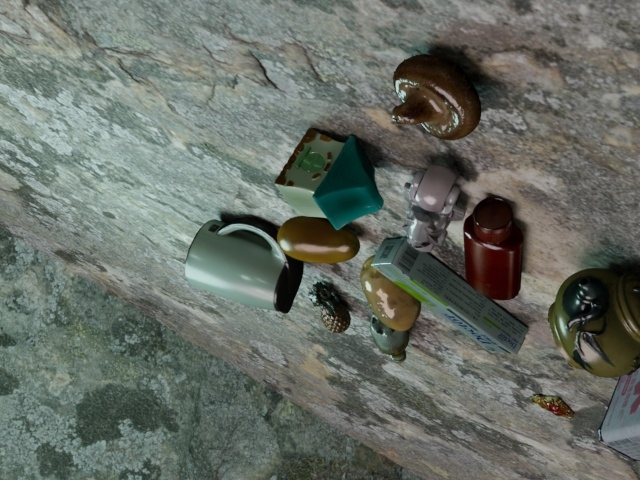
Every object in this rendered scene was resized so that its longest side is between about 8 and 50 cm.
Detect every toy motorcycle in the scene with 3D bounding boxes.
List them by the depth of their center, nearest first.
[{"bbox_3d":[0.169,-0.037,1.561,0.112,0.112,0.254,25,162,10],"label":"toy motorcycle"}]

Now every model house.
[{"bbox_3d":[0.025,-0.096,1.580,0.149,0.127,0.100,19,159,33],"label":"model house"}]

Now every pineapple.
[{"bbox_3d":[0.020,0.155,2.321,0.074,0.074,0.159,14,151,34],"label":"pineapple"}]

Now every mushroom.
[{"bbox_3d":[0.149,-0.184,1.256,0.109,0.085,0.126,-26,113,32],"label":"mushroom"}]

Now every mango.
[{"bbox_3d":[0.000,0.000,1.931,0.184,0.085,0.102,5,148,28],"label":"mango"}]

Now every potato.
[{"bbox_3d":[0.143,0.102,1.954,0.109,0.118,0.178,-20,124,18],"label":"potato"}]

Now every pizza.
[{"bbox_3d":[0.525,0.382,2.260,0.099,0.029,0.100,12,155,41],"label":"pizza"}]

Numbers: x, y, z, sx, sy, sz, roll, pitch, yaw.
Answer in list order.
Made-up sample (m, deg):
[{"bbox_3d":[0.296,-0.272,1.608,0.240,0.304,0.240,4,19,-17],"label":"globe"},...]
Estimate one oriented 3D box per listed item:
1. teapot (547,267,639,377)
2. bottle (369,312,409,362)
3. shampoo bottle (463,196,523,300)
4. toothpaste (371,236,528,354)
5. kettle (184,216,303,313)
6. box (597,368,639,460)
[{"bbox_3d":[0.468,0.120,1.509,0.269,0.173,0.182,28,138,-31],"label":"teapot"},{"bbox_3d":[0.168,0.230,2.285,0.083,0.083,0.270,21,163,19],"label":"bottle"},{"bbox_3d":[0.283,0.015,1.605,0.102,0.064,0.260,25,160,20],"label":"shampoo bottle"},{"bbox_3d":[0.253,0.110,1.888,0.336,0.067,0.081,36,162,-21],"label":"toothpaste"},{"bbox_3d":[-0.159,0.042,2.170,0.236,0.161,0.221,21,129,19],"label":"kettle"},{"bbox_3d":[0.594,0.249,1.592,0.112,0.190,0.370,28,162,1],"label":"box"}]
